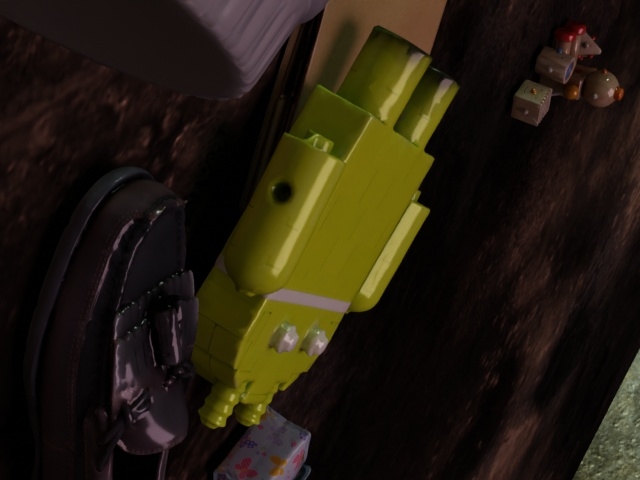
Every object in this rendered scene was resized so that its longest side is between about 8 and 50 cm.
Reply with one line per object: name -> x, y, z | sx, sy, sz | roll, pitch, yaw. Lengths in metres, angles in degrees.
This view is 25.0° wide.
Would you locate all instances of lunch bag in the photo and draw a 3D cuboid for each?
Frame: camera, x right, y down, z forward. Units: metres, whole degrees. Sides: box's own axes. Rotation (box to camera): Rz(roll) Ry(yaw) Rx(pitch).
lunch bag -> -0.043, 0.177, 1.087 | 0.071, 0.053, 0.083 | -50, 163, -32

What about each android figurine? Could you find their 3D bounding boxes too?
android figurine -> 0.000, 0.000, 0.935 | 0.273, 0.056, 0.248 | -61, 162, 2

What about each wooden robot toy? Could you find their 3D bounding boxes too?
wooden robot toy -> 0.251, -0.157, 1.377 | 0.173, 0.079, 0.076 | -38, 147, -51

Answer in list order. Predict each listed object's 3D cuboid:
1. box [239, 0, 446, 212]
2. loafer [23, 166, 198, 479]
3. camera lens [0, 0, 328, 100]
box -> 0.024, -0.109, 0.969 | 0.201, 0.021, 0.164 | -24, 135, -60
loafer -> -0.105, 0.109, 0.797 | 0.109, 0.095, 0.303 | -29, 139, -58
camera lens -> -0.042, -0.208, 0.423 | 0.274, 0.219, 0.219 | -62, 159, -7
